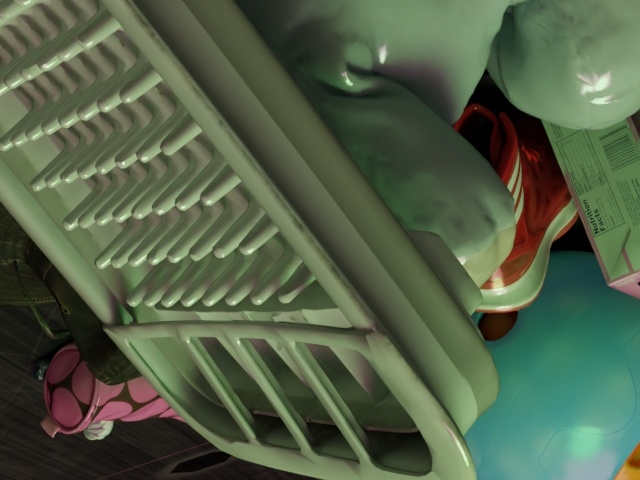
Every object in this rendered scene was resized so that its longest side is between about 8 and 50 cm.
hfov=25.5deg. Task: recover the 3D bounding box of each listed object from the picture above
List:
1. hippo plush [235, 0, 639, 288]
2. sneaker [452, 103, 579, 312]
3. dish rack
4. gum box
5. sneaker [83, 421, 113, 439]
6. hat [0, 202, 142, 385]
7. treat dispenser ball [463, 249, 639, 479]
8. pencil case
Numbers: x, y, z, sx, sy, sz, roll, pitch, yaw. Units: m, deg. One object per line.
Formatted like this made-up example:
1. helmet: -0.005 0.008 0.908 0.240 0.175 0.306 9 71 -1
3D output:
1. hippo plush: 0.042 -0.122 0.713 0.236 0.294 0.234 -36 -162 -22
2. sneaker: 0.139 -0.060 1.015 0.087 0.221 0.128 -1 125 14
3. dish rack: -0.071 -0.039 0.602 0.072 0.333 0.285 -45 -163 -22
4. gum box: 0.225 -0.046 1.044 0.062 0.188 0.107 -26 159 23
5. sneaker: -0.248 0.181 1.487 0.069 0.038 0.098 0 145 -37
6. hat: -0.121 0.030 1.034 0.331 0.134 0.331 -15 161 -5
7. treat dispenser ball: 0.255 0.154 1.474 0.288 0.288 0.288 -16 161 -6
8. pencil case: -0.169 0.144 1.370 0.209 0.095 0.098 7 114 -47
